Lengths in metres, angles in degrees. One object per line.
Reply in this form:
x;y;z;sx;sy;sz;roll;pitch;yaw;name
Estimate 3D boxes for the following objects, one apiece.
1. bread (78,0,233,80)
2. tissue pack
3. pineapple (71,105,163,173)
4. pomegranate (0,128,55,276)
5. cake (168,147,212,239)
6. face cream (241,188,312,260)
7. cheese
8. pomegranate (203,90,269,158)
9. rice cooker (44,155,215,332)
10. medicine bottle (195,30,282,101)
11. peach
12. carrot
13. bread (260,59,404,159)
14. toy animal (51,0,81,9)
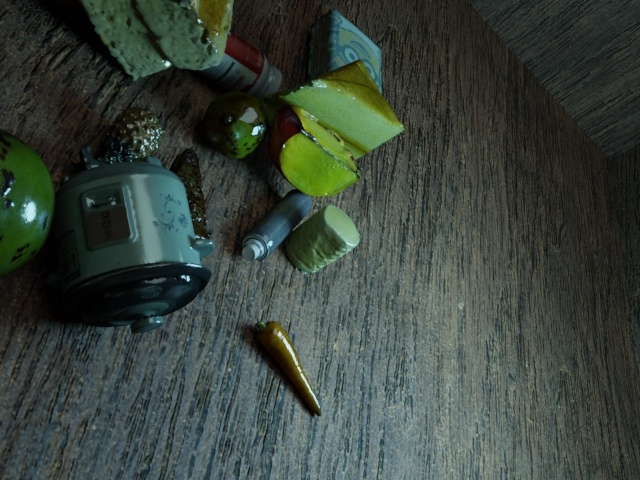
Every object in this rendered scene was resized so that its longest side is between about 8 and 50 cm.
-0.369;-0.609;1.853;0.371;0.279;0.390;59;24;-51;bread
0.073;-0.504;2.526;0.228;0.128;0.310;32;45;-32;tissue pack
-0.416;-0.173;1.721;0.119;0.111;0.237;24;46;3;pineapple
-0.551;-0.032;1.302;0.291;0.291;0.323;22;49;-40;pomegranate
-0.320;-0.087;1.760;0.135;0.112;0.246;12;56;-43;cake
-0.106;-0.034;2.009;0.073;0.073;0.283;52;36;-9;face cream
0.000;0.000;2.031;0.123;0.167;0.094;52;40;-4;cheese
-0.199;-0.274;2.022;0.159;0.159;0.205;56;6;-4;pomegranate
-0.343;0.021;1.516;0.264;0.317;0.316;94;-23;-73;rice cooker
-0.223;-0.443;2.119;0.250;0.131;0.131;29;45;-35;medicine bottle
-0.046;-0.219;2.061;0.267;0.154;0.158;32;24;-35;peach
-0.060;0.275;1.857;0.256;0.061;0.061;56;35;-10;carrot
0.015;-0.305;2.179;0.245;0.233;0.362;59;27;-3;bread
-0.600;-0.568;1.807;0.312;0.097;0.157;21;60;-43;toy animal
